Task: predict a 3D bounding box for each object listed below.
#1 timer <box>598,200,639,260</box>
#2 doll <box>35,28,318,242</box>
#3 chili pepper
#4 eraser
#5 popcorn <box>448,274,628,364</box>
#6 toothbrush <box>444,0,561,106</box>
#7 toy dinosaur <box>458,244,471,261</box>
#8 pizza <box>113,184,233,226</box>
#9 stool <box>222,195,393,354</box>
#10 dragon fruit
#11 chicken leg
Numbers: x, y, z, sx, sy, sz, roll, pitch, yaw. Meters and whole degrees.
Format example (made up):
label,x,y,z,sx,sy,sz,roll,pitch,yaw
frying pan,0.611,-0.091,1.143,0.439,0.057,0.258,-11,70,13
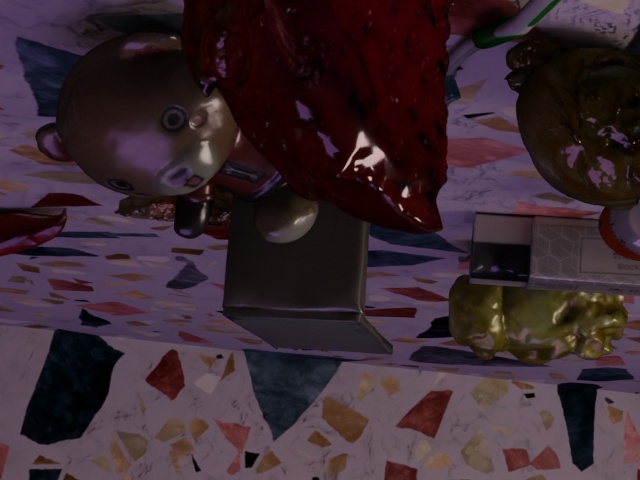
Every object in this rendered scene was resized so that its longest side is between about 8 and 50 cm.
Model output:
label,x,y,z,sx,sy,sz,roll,pitch,yaw
timer,0.429,-0.021,2.016,0.136,0.099,0.136,16,175,1
doll,-0.117,-0.120,1.605,0.330,0.174,0.235,14,142,-38
chili pepper,-0.586,-0.025,2.432,0.369,0.091,0.137,-1,150,-8
eraser,0.421,0.026,2.227,0.404,0.096,0.098,3,169,3
popcorn,0.342,0.112,2.460,0.286,0.173,0.225,-1,176,0
toothbrush,0.170,-0.199,1.433,0.042,0.040,0.418,-14,170,-19
toy dinosaur,0.260,0.019,2.398,0.058,0.037,0.180,-16,-174,-29
pizza,-0.159,-0.058,2.137,0.226,0.069,0.147,5,-170,12
stool,0.000,0.000,1.910,0.170,0.243,0.269,2,167,12
dragon fruit,-0.015,-0.204,1.268,0.302,0.240,0.330,29,162,38
chicken leg,0.330,-0.101,1.619,0.201,0.152,0.429,12,180,27
